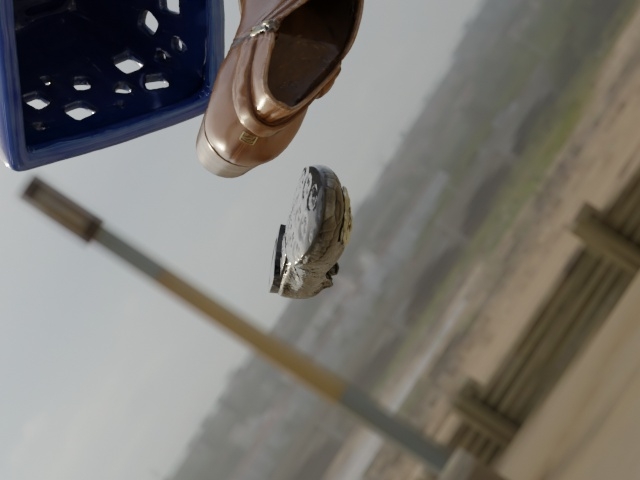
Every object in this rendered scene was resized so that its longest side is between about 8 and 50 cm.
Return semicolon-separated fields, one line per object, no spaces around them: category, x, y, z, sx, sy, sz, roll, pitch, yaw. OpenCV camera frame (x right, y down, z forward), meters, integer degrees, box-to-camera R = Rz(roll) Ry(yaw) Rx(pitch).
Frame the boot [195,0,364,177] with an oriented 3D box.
boot;-0.007;-0.133;1.122;0.152;0.073;0.197;142;147;-70

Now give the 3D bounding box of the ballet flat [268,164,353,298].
ballet flat;0.000;0.000;1.556;0.250;0.058;0.084;119;160;-72

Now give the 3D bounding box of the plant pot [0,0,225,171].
plant pot;-0.239;-0.229;1.767;0.236;0.212;0.236;-21;-53;-31
